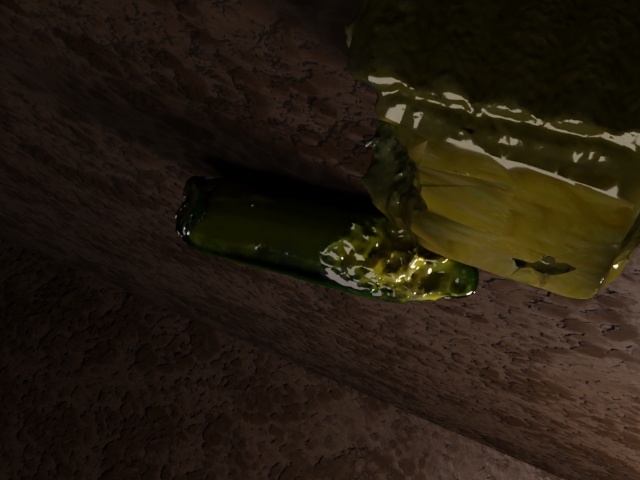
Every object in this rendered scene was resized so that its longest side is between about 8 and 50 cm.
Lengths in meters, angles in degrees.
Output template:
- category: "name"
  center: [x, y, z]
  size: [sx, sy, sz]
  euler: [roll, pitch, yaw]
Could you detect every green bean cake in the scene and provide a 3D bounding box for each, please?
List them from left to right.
- category: "green bean cake"
  center: [0.127, -0.069, 0.523]
  size: [0.233, 0.124, 0.236]
  euler: [20, 162, 17]

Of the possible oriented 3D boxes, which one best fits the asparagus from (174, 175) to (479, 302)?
- category: "asparagus"
  center: [0.000, 0.000, 0.931]
  size: [0.382, 0.108, 0.128]
  euler: [14, 158, 27]
